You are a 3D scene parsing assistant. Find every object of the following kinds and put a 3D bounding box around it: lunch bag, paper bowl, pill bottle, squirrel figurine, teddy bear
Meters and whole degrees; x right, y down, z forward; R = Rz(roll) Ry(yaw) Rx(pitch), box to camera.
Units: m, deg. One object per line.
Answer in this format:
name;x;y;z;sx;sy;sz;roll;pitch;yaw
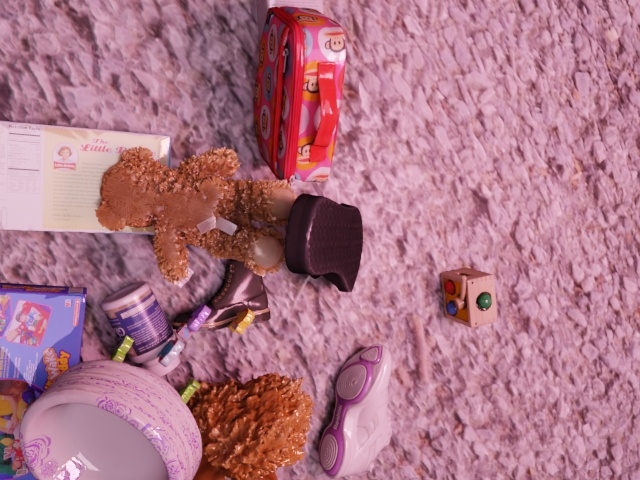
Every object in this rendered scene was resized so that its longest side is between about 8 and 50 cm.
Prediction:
lunch bag;-0.033;-0.251;1.059;0.120;0.258;0.293;-5;122;-19
paper bowl;-0.335;0.327;0.991;0.284;0.148;0.284;5;115;11
pill bottle;-0.332;0.171;1.115;0.094;0.094;0.169;-27;104;-16
squirrel figurine;-0.134;0.439;1.059;0.281;0.370;0.396;5;85;-33
teddy bear;-0.205;-0.049;1.030;0.338;0.113;0.245;-4;91;-1

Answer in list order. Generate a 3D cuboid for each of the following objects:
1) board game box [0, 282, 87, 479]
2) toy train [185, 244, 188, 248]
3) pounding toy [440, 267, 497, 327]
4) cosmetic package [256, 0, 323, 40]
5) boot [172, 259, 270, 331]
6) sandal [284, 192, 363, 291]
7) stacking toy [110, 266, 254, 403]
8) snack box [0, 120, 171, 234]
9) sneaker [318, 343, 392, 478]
board game box;-0.555;0.251;1.049;0.234;0.078;0.346;6;94;-22
toy train;-0.252;-0.051;1.158;0.036;0.027;0.158;18;89;-32
pounding toy;0.329;0.123;1.334;0.100;0.141;0.130;-10;100;-19
cosmetic package;-0.063;-0.510;1.146;0.117;0.085;0.231;-5;96;-20
boot;-0.200;0.104;1.177;0.198;0.077;0.136;-7;93;-32
sandal;0.000;-0.003;1.097;0.107;0.446;0.167;9;83;17
stacking toy;-0.247;0.174;1.077;0.167;0.052;0.221;43;74;-23
snack box;-0.438;-0.109;1.061;0.322;0.060;0.187;2;97;-21
sneaker;0.100;0.375;1.310;0.152;0.114;0.305;17;94;-35
